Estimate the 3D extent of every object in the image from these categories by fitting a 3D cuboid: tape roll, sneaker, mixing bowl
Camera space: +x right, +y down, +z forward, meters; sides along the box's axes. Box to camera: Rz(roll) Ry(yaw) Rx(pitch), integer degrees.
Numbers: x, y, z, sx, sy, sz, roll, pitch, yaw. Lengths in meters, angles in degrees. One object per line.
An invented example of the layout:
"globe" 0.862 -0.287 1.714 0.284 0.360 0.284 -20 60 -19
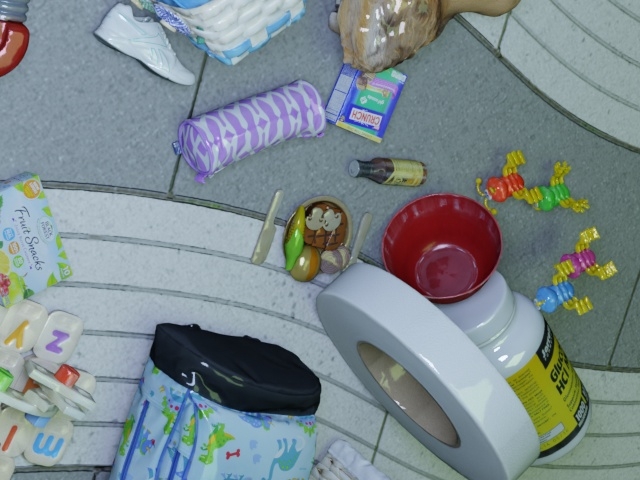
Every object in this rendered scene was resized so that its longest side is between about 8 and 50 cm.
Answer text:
"tape roll" 0.149 0.198 1.818 0.072 0.392 0.392 -42 126 -15
"sneaker" -0.211 -0.245 1.605 0.152 0.054 0.061 31 85 -38
"mixing bowl" 0.189 0.028 1.938 0.181 0.181 0.098 -44 153 -13

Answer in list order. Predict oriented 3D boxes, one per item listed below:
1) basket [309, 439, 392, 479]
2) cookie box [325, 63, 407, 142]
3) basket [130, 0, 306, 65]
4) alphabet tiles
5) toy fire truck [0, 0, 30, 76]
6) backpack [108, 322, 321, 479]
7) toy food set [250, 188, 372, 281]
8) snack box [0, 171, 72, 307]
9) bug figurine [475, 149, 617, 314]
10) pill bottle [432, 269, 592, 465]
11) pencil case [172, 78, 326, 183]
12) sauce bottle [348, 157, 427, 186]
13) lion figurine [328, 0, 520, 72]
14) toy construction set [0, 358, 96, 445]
"basket" 0.094 0.551 1.958 0.266 0.328 0.331 -43 127 -9
"cookie box" 0.064 -0.205 1.822 0.092 0.040 0.107 18 97 -39
"basket" -0.145 -0.363 1.479 0.201 0.255 0.289 -35 135 -18
"alphabet tiles" -0.434 0.200 1.638 0.284 0.021 0.278 24 92 -39
"toy fire truck" -0.354 -0.290 1.445 0.246 0.158 0.217 6 104 -26
"backpack" -0.158 0.329 1.762 0.290 0.273 0.355 21 107 -45
"toy food set" 0.000 0.000 1.856 0.192 0.038 0.132 12 100 -38
"snack box" -0.378 -0.001 1.578 0.100 0.037 0.141 -30 117 -31
"bug figurine" 0.366 -0.009 2.039 0.216 0.072 0.279 -14 78 -46
"pill bottle" 0.298 0.201 2.049 0.188 0.188 0.334 -45 127 -13
"pencil case" -0.090 -0.149 1.705 0.206 0.086 0.088 -24 107 -26
"sauce bottle" 0.099 -0.103 1.888 0.128 0.042 0.042 2 106 -34
"lion figurine" 0.192 -0.369 1.781 0.392 0.142 0.240 -11 106 -28
"toy construction set" -0.424 0.276 1.564 0.215 0.151 0.327 36 76 -14
